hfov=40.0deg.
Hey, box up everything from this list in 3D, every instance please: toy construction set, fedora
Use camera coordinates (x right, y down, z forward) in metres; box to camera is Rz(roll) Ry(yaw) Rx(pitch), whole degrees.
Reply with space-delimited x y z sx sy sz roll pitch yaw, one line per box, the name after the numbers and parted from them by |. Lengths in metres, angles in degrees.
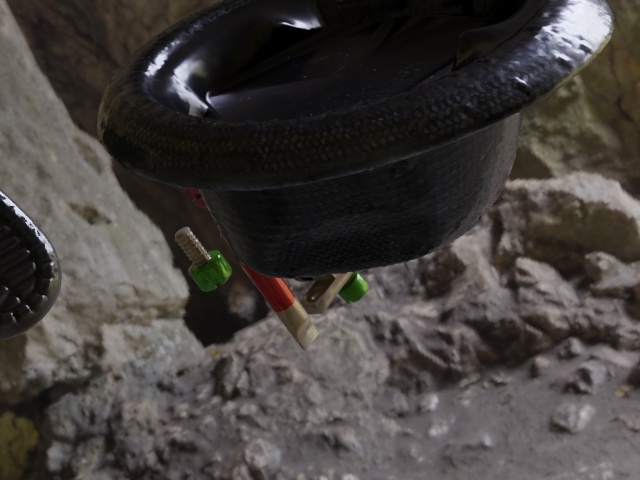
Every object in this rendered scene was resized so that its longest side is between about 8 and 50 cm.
0.000 0.000 0.912 0.257 0.237 0.309 -19 28 28 | toy construction set
0.030 -0.076 0.592 0.334 0.152 0.334 -9 34 6 | fedora

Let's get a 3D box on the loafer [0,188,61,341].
-0.363 -0.050 0.729 0.134 0.366 0.130 -36 -6 -27 | loafer
